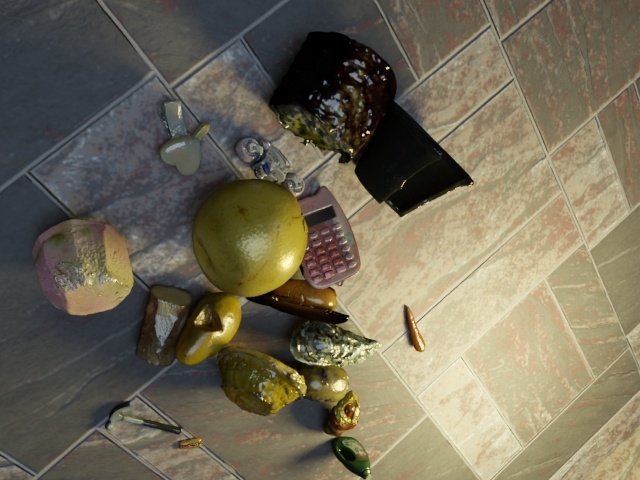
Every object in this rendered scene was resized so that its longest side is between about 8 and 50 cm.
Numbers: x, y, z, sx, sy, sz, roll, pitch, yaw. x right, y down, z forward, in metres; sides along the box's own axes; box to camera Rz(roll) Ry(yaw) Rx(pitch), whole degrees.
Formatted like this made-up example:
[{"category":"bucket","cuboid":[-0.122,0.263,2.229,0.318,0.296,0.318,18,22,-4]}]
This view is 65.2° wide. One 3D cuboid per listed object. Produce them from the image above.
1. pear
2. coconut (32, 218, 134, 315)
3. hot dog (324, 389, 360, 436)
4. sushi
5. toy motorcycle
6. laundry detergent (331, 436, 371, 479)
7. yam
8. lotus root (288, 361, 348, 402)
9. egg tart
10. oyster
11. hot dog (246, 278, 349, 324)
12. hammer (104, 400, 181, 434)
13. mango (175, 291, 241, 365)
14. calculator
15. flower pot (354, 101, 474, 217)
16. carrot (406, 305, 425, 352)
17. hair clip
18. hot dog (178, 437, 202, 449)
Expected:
[{"category":"pear","cuboid":[-0.202,-0.010,1.451,0.349,0.348,0.347,-7,109,-21]},{"category":"coconut","cuboid":[-0.639,0.055,1.349,0.233,0.245,0.233,-22,155,-11]},{"category":"hot dog","cuboid":[0.089,0.667,1.871,0.123,0.093,0.261,-15,138,-30]},{"category":"sushi","cuboid":[0.034,-0.418,1.442,0.300,0.281,0.294,34,88,-21]},{"category":"toy motorcycle","cuboid":[-0.147,-0.234,1.542,0.254,0.112,0.112,36,90,-26]},{"category":"laundry detergent","cuboid":[0.128,0.841,1.921,0.138,0.211,0.062,17,100,-25]},{"category":"yam","cuboid":[-0.485,0.267,1.536,0.130,0.128,0.238,22,100,18]},{"category":"lotus root","cuboid":[-0.022,0.493,1.785,0.278,0.154,0.153,18,99,-25]},{"category":"egg tart","cuboid":[-0.207,0.467,1.613,0.341,0.342,0.132,46,47,-27]},{"category":"oyster","cuboid":[0.055,0.365,1.765,0.351,0.158,0.162,11,84,-25]},{"category":"hot dog","cuboid":[-0.064,0.177,1.658,0.326,0.194,0.107,22,64,-18]},{"category":"hammer","cuboid":[-0.572,0.601,1.659,0.247,0.029,0.103,25,96,-28]},{"category":"mango","cuboid":[-0.346,0.274,1.550,0.261,0.130,0.167,-59,151,-28]},{"category":"calculator","cuboid":[0.000,0.000,1.632,0.220,0.048,0.329,-21,85,-16]},{"category":"flower pot","cuboid":[0.267,-0.243,1.607,0.380,0.379,0.251,33,113,-27]},{"category":"carrot","cuboid":[0.367,0.348,1.963,0.048,0.048,0.216,-26,109,-14]},{"category":"hair clip","cuboid":[-0.393,-0.295,1.433,0.159,0.071,0.218,-20,117,-19]},{"category":"hot dog","cuboid":[-0.452,0.712,1.746,0.084,0.021,0.037,-4,109,-20]}]
